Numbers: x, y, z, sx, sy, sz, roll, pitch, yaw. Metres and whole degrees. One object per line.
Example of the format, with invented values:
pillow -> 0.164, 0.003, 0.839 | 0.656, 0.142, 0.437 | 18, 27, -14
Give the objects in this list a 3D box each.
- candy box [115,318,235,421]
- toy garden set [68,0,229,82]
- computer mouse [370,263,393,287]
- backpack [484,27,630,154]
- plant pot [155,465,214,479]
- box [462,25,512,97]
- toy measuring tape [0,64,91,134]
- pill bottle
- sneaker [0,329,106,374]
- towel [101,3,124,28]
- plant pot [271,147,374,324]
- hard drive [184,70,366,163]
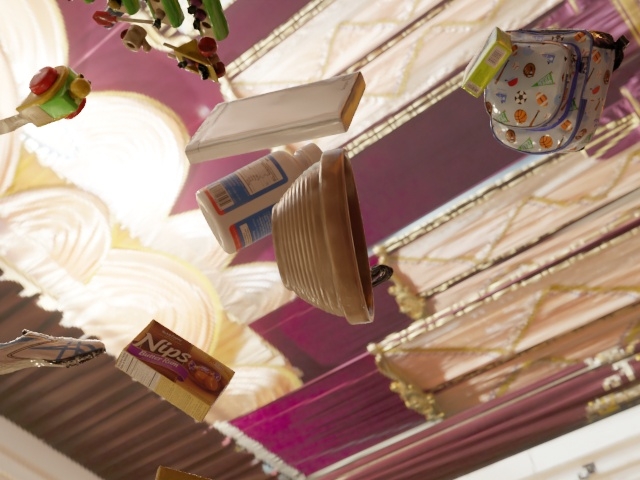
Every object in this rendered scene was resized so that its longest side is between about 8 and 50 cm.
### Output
candy box -> -0.260, 0.232, 1.386 | 0.187, 0.053, 0.109 | 34, -148, 3
toy garden set -> -0.244, -0.301, 1.043 | 0.204, 0.244, 0.049 | 77, -147, -68
computer mouse -> 0.031, 0.072, 1.831 | 0.272, 0.188, 0.072 | 31, -156, -44
backpack -> 0.476, -0.312, 1.623 | 0.213, 0.277, 0.263 | -15, -68, -36
plant pot -> -0.193, 0.367, 1.020 | 0.081, 0.081, 0.083 | 16, -148, -5
box -> 0.329, -0.355, 1.505 | 0.042, 0.109, 0.178 | 33, -152, -4
toy measuring tape -> -0.607, -0.307, 1.662 | 0.121, 0.330, 0.121 | 18, -112, -53
pill bottle -> -0.089, -0.078, 1.311 | 0.124, 0.222, 0.124 | 57, 166, 23
sneaker -> -0.555, 0.217, 1.548 | 0.237, 0.085, 0.086 | -2, -111, -24
towel -> -0.324, -0.408, 1.279 | 0.029, 0.119, 0.067 | 36, -154, -27
plant pot -> 0.000, 0.000, 1.024 | 0.237, 0.110, 0.237 | -9, -90, -84
hard drive -> -0.093, -0.265, 1.641 | 0.233, 0.353, 0.047 | -69, -35, -53
